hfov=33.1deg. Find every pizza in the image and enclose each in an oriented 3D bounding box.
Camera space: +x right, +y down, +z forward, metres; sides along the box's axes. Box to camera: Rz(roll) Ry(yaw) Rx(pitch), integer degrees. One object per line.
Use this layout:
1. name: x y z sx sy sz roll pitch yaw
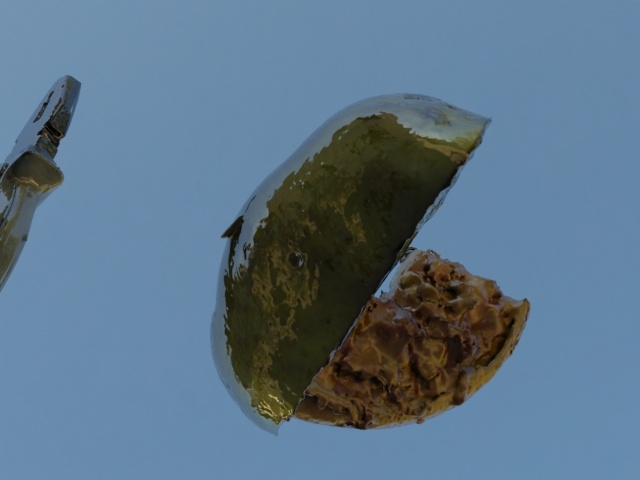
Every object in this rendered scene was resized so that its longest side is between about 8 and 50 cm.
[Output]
1. pizza: 0.072 0.089 0.990 0.305 0.085 0.161 -15 -98 -28

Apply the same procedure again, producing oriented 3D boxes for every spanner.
1. spanner: -0.254 -0.023 0.857 0.096 0.325 0.040 -23 -52 35

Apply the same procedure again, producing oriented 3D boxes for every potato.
1. potato: 0.000 0.000 0.716 0.111 0.160 0.271 33 -62 3
